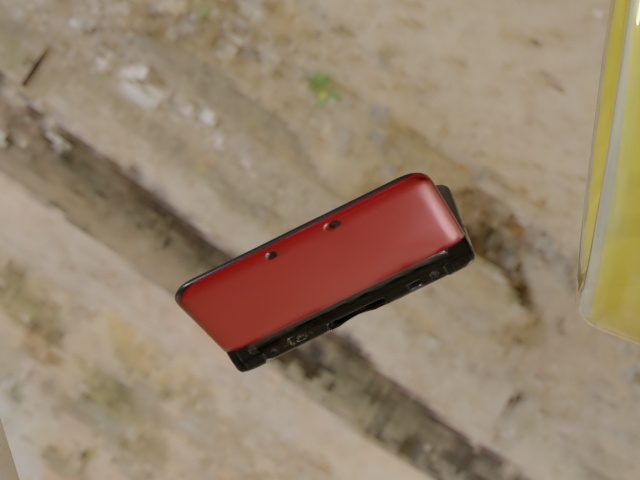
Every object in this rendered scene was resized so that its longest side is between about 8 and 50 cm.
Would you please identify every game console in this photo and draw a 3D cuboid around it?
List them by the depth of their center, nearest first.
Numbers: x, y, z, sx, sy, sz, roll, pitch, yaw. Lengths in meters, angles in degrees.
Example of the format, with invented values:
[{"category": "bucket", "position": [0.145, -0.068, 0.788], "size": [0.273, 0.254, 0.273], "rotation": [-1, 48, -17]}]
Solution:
[{"category": "game console", "position": [0.000, 0.000, 0.954], "size": [0.085, 0.144, 0.124], "rotation": [61, -172, -27]}]

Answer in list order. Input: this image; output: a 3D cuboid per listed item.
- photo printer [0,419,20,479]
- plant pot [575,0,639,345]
[{"category": "photo printer", "position": [-0.219, 0.103, 0.572], "size": [0.256, 0.107, 0.307], "rotation": [2, -161, -19]}, {"category": "plant pot", "position": [0.202, -0.038, 0.511], "size": [0.239, 0.254, 0.254], "rotation": [8, 162, 6]}]
